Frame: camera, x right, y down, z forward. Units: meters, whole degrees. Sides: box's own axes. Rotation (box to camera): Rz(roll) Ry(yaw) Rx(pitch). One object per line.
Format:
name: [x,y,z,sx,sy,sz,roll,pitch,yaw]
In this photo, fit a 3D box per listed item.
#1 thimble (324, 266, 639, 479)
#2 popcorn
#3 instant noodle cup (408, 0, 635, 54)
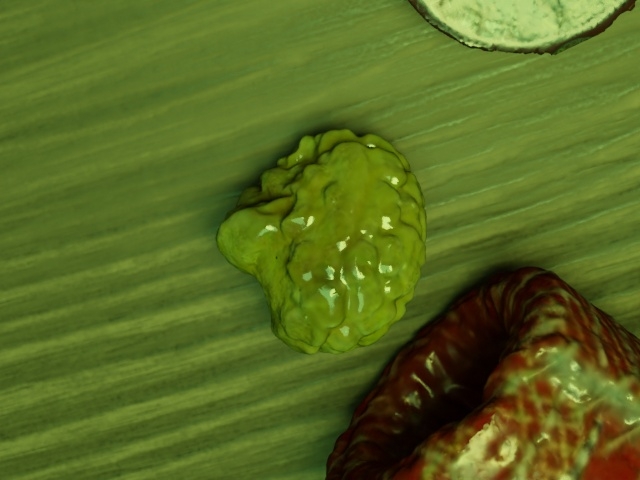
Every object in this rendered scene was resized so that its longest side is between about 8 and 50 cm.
thimble: [0.186,0.201,1.114,0.230,0.350,0.350,40,105,-9]
popcorn: [0.000,0.000,1.130,0.203,0.200,0.226,16,105,-8]
instant noodle cup: [0.191,-0.316,1.077,0.274,0.091,0.274,1,108,2]
